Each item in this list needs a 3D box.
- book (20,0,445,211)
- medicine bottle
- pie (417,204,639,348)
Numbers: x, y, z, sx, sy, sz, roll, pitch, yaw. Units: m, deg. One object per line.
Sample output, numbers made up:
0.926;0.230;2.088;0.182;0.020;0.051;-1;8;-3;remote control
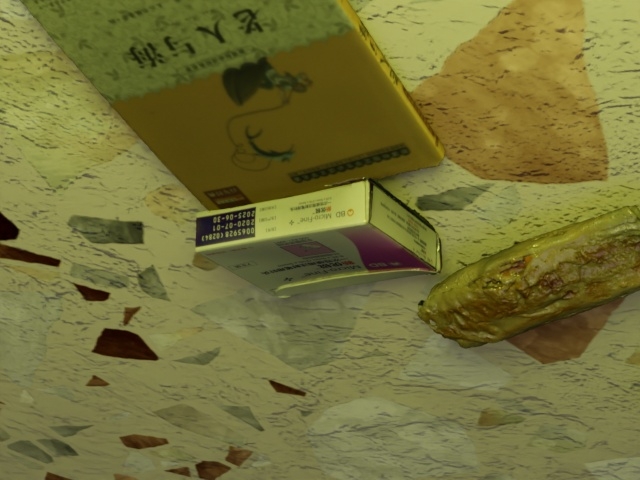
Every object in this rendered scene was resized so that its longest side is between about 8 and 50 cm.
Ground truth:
-0.085;-0.165;1.234;0.269;0.032;0.389;-12;140;27;book
0.000;0.000;1.409;0.201;0.052;0.171;-10;157;25;medicine bottle
0.234;0.036;1.414;0.282;0.068;0.128;-23;135;37;pie
